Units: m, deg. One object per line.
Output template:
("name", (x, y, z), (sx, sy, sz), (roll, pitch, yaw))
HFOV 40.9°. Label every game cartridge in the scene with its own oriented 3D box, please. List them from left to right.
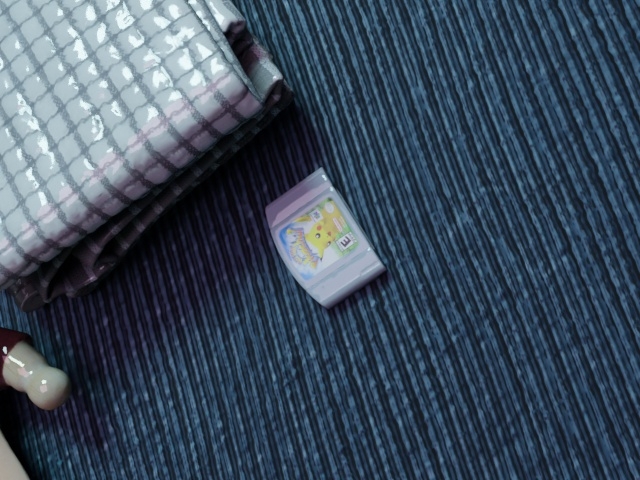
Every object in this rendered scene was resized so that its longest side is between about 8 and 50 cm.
("game cartridge", (0.000, 0.000, 0.564), (0.056, 0.017, 0.083), (-36, 72, 13))

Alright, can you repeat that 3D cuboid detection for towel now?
("towel", (-0.175, -0.123, 0.591), (0.235, 0.121, 0.284), (-38, 70, 7))

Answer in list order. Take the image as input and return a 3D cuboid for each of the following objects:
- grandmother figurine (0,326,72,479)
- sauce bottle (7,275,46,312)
("grandmother figurine", (-0.256, 0.138, 0.581), (0.207, 0.104, 0.342), (-35, 74, 5))
("sauce bottle", (-0.241, -0.002, 0.630), (0.042, 0.042, 0.128), (-47, 70, 5))
